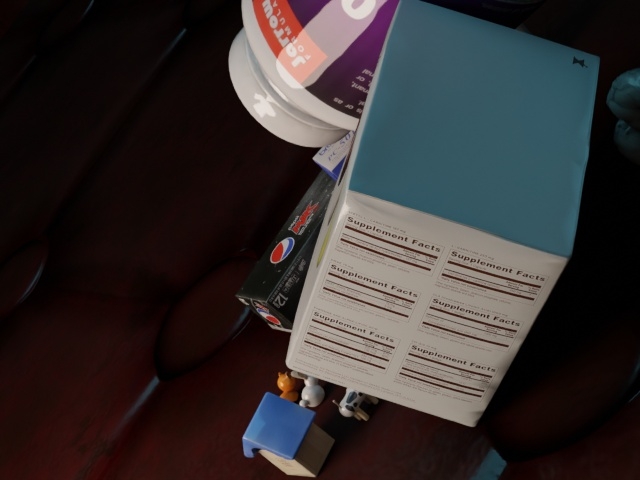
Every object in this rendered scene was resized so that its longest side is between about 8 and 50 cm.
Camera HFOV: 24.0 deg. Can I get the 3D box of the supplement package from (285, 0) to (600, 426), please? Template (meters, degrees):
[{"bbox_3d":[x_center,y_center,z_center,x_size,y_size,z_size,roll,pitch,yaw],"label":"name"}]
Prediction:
[{"bbox_3d":[0.083,-0.019,1.052,0.203,0.149,0.194,109,178,-50],"label":"supplement package"}]

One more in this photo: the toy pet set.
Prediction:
[{"bbox_3d":[-0.019,0.125,1.192,0.122,0.065,0.114,-7,47,52],"label":"toy pet set"}]

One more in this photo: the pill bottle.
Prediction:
[{"bbox_3d":[0.061,-0.203,1.137,0.323,0.181,0.181,-41,24,45],"label":"pill bottle"}]

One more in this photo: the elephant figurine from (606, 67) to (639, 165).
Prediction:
[{"bbox_3d":[0.285,-0.169,1.033,0.169,0.186,0.239,125,164,-57],"label":"elephant figurine"}]

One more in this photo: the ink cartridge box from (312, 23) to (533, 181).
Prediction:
[{"bbox_3d":[0.099,-0.112,1.297,0.207,0.097,0.046,-48,29,-2],"label":"ink cartridge box"}]

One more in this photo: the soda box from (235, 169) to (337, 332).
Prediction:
[{"bbox_3d":[0.000,0.000,1.339,0.169,0.053,0.060,-55,28,-16],"label":"soda box"}]
